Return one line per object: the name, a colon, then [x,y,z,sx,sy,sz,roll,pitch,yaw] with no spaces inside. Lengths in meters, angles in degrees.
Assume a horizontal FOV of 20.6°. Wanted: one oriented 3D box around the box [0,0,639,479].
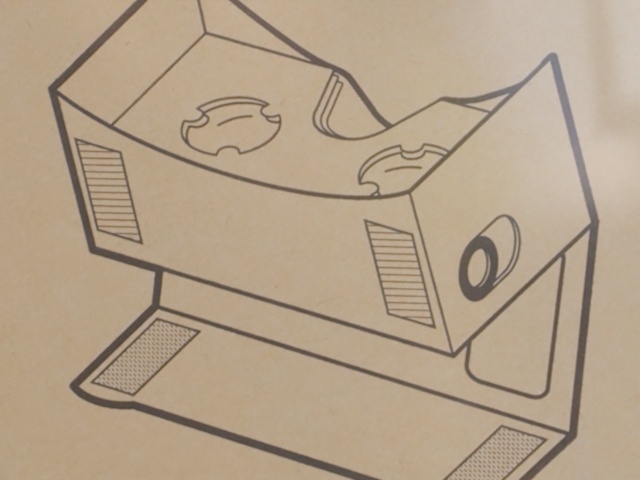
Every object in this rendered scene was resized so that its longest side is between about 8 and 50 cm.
box: [0.000,0.000,0.347,0.164,0.201,0.021,-44,-6,5]
